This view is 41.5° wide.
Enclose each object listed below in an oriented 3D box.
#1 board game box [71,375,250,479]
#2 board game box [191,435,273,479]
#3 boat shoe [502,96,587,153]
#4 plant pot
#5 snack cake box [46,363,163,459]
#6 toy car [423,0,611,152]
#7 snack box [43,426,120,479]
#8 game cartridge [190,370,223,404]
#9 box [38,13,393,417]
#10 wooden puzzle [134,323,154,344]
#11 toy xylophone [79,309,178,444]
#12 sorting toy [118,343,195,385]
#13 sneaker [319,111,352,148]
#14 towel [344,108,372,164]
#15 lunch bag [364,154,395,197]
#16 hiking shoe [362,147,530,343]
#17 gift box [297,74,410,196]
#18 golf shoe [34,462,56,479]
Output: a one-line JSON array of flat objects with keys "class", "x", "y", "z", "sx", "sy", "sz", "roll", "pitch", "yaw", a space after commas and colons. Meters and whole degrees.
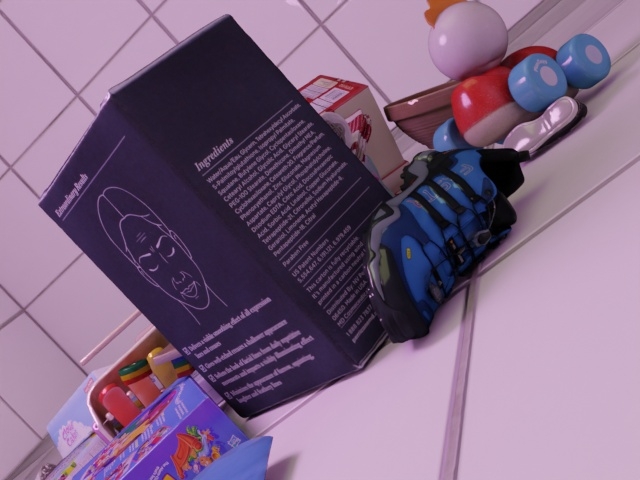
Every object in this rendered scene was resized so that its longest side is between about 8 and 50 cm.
[{"class": "board game box", "x": -0.228, "y": 0.298, "z": 1.135, "sx": 0.233, "sy": 0.078, "sz": 0.347, "roll": -43, "pitch": 6, "yaw": -12}, {"class": "board game box", "x": -0.093, "y": 0.257, "z": 0.804, "sx": 0.133, "sy": 0.033, "sz": 0.168, "roll": -36, "pitch": 12, "yaw": 12}, {"class": "boat shoe", "x": 0.295, "y": -0.145, "z": 1.114, "sx": 0.038, "sy": 0.046, "sz": 0.125, "roll": 6, "pitch": -35, "yaw": -39}, {"class": "plant pot", "x": 0.249, "y": -0.246, "z": 1.629, "sx": 0.237, "sy": 0.109, "sz": 0.237, "roll": -20, "pitch": 9, "yaw": 3}, {"class": "snack cake box", "x": -0.438, "y": 0.342, "z": 1.745, "sx": 0.152, "sy": 0.089, "sz": 0.264, "roll": -17, "pitch": -21, "yaw": -47}, {"class": "toy car", "x": 0.243, "y": -0.268, "z": 1.219, "sx": 0.210, "sy": 0.238, "sz": 0.219, "roll": -27, "pitch": -5, "yaw": -34}, {"class": "snack box", "x": -0.479, "y": 0.462, "z": 1.609, "sx": 0.174, "sy": 0.070, "sz": 0.207, "roll": -39, "pitch": 8, "yaw": 26}, {"class": "game cartridge", "x": -0.150, "y": 0.204, "z": 1.430, "sx": 0.297, "sy": 0.062, "sz": 0.198, "roll": -40, "pitch": 11, "yaw": 18}, {"class": "box", "x": -0.105, "y": -0.013, "z": 1.045, "sx": 0.212, "sy": 0.395, "sz": 0.293, "roll": -47, "pitch": 8, "yaw": -38}, {"class": "wooden puzzle", "x": -0.179, "y": 0.133, "z": 1.768, "sx": 0.322, "sy": 0.080, "sz": 0.348, "roll": -39, "pitch": -12, "yaw": 15}, {"class": "toy xylophone", "x": -0.305, "y": 0.224, "z": 1.533, "sx": 0.322, "sy": 0.081, "sz": 0.236, "roll": -49, "pitch": -30, "yaw": -12}, {"class": "sorting toy", "x": -0.161, "y": 0.158, "z": 1.283, "sx": 0.275, "sy": 0.046, "sz": 0.132, "roll": -22, "pitch": 4, "yaw": 7}, {"class": "sneaker", "x": -0.058, "y": -0.102, "z": 1.281, "sx": 0.232, "sy": 0.090, "sz": 0.115, "roll": -36, "pitch": 10, "yaw": -20}, {"class": "towel", "x": -0.027, "y": -0.087, "z": 1.352, "sx": 0.237, "sy": 0.037, "sz": 0.329, "roll": -30, "pitch": 21, "yaw": 21}, {"class": "lunch bag", "x": 0.000, "y": 0.000, "z": 1.421, "sx": 0.262, "sy": 0.160, "sz": 0.223, "roll": -34, "pitch": 9, "yaw": 17}, {"class": "hiking shoe", "x": 0.136, "y": -0.016, "z": 0.900, "sx": 0.132, "sy": 0.113, "sz": 0.304, "roll": -12, "pitch": 33, "yaw": 30}, {"class": "gift box", "x": 0.036, "y": -0.164, "z": 1.679, "sx": 0.276, "sy": 0.258, "sz": 0.255, "roll": -33, "pitch": 27, "yaw": -8}, {"class": "golf shoe", "x": -0.628, "y": 0.561, "z": 1.889, "sx": 0.086, "sy": 0.069, "sz": 0.176, "roll": -47, "pitch": 4, "yaw": 7}]
